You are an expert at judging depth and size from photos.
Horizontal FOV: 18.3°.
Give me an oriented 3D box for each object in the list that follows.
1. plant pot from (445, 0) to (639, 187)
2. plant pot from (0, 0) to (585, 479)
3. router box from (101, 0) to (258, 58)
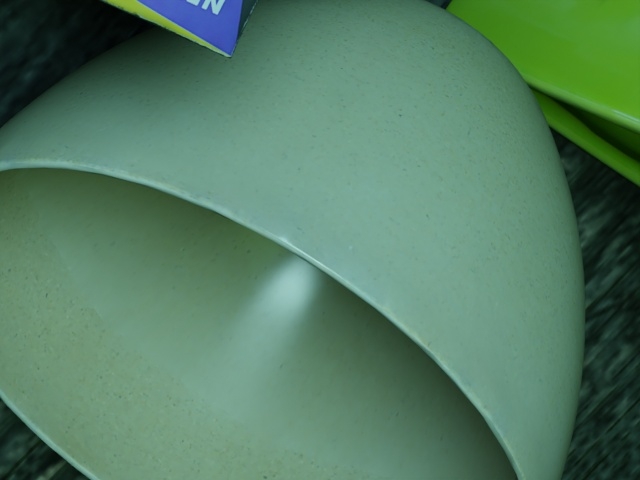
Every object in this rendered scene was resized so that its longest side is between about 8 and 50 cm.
[{"bbox_3d":[0.228,-0.105,0.919,0.228,0.227,0.207,31,91,-30],"label":"plant pot"},{"bbox_3d":[0.000,0.000,0.859,0.284,0.284,0.191,53,54,-31],"label":"plant pot"},{"bbox_3d":[-0.059,-0.225,0.688,0.081,0.309,0.243,21,101,-29],"label":"router box"}]
